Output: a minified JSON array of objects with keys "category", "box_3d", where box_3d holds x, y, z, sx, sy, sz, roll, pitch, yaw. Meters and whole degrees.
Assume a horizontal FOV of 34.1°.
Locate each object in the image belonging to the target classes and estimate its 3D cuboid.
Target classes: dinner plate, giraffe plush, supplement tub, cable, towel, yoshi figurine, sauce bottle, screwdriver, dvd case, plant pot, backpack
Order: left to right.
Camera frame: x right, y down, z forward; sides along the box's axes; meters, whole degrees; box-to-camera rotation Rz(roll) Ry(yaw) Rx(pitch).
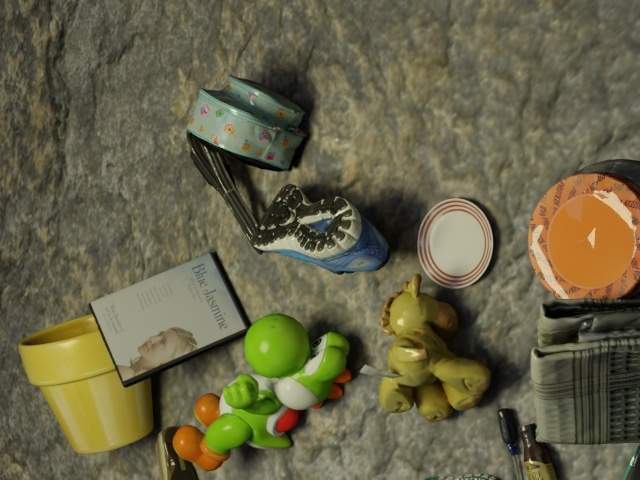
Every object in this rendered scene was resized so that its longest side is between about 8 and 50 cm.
[{"category":"plant pot","box_3d":[-0.437,0.279,2.054,0.254,0.254,0.239,-7,101,40]},{"category":"dvd case","box_3d":[-0.279,0.144,1.933,0.180,0.253,0.022,61,166,23]},{"category":"cable","box_3d":[-0.162,-0.113,1.905,0.287,0.072,0.139,52,163,21]},{"category":"backpack","box_3d":[-0.132,-0.205,1.820,0.166,0.188,0.144,34,110,37]},{"category":"yoshi figurine","box_3d":[-0.115,0.240,1.799,0.362,0.203,0.203,-39,59,30]},{"category":"giraffe plush","box_3d":[0.153,0.156,1.601,0.181,0.210,0.170,-35,39,38]},{"category":"dinner plate","box_3d":[0.212,0.005,1.633,0.141,0.017,0.141,-1,89,40]},{"category":"screwdriver","box_3d":[0.295,0.334,1.557,0.025,0.024,0.169,-18,83,10]},{"category":"sauce bottle","box_3d":[0.318,0.331,1.519,0.042,0.042,0.128,-29,70,37]},{"category":"supplement tub","box_3d":[0.398,0.001,1.276,0.194,0.316,0.193,-2,88,41]},{"category":"towel","box_3d":[0.405,0.165,1.218,0.312,0.324,0.056,-2,54,11]}]

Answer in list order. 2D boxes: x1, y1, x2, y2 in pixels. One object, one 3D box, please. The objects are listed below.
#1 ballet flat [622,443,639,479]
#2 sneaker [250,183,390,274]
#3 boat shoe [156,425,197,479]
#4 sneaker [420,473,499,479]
[{"category":"ballet flat","box_3d":[0.453,0.274,1.388,0.074,0.074,0.203,19,99,39]},{"category":"sneaker","box_3d":[0.000,0.000,1.738,0.129,0.147,0.330,-58,29,-7]},{"category":"boat shoe","box_3d":[-0.283,0.461,2.026,0.072,0.068,0.190,-36,56,47]},{"category":"sneaker","box_3d":[0.216,0.404,1.604,0.166,0.065,0.076,-13,97,43]}]
